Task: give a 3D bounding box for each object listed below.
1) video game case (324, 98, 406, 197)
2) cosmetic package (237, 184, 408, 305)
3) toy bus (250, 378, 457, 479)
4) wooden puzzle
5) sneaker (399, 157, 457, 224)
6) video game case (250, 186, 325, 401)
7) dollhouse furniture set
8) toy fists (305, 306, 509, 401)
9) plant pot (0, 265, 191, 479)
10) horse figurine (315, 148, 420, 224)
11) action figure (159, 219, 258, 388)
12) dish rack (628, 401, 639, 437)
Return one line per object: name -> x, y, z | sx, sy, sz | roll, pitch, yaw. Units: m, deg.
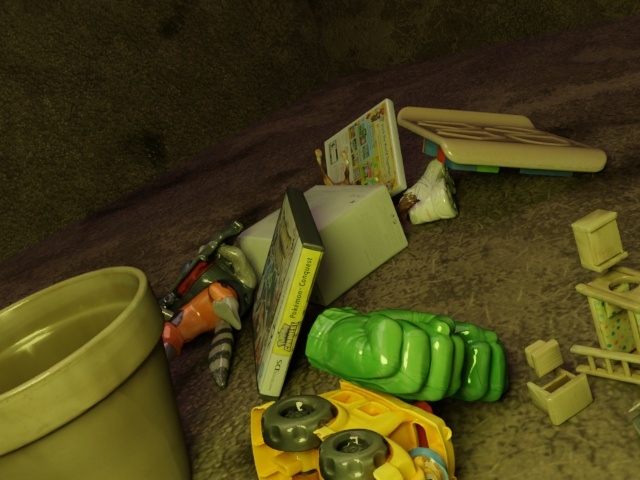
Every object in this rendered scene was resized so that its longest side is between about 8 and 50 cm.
video game case -> 0.094, -0.169, 1.595 | 0.206, 0.026, 0.227 | -30, 54, 40
cosmetic package -> 0.000, 0.000, 1.385 | 0.225, 0.138, 0.224 | -36, 23, -30
toy bus -> 0.065, 0.230, 0.748 | 0.211, 0.149, 0.220 | -16, 16, -34
wooden puzzle -> 0.346, -0.190, 1.460 | 0.322, 0.080, 0.348 | 2, 21, -11
sneaker -> 0.217, -0.103, 1.496 | 0.115, 0.090, 0.232 | -20, 18, 18
video game case -> -0.060, 0.071, 1.130 | 0.035, 0.248, 0.275 | 12, 18, -13
dollhouse furniture set -> 0.294, 0.088, 0.770 | 0.161, 0.182, 0.101 | -28, 20, -16
toy fists -> 0.119, 0.128, 0.820 | 0.142, 0.096, 0.279 | 14, -3, 40
plant pot -> -0.307, 0.232, 0.899 | 0.323, 0.280, 0.323 | -19, 20, 7
horse figurine -> 0.081, -0.088, 1.471 | 0.263, 0.174, 0.066 | 31, 58, 33
action figure -> -0.215, 0.149, 1.291 | 0.341, 0.178, 0.330 | -48, 6, 19
dish rack -> 0.437, 0.129, 0.674 | 0.271, 0.074, 0.208 | -29, 20, -16
